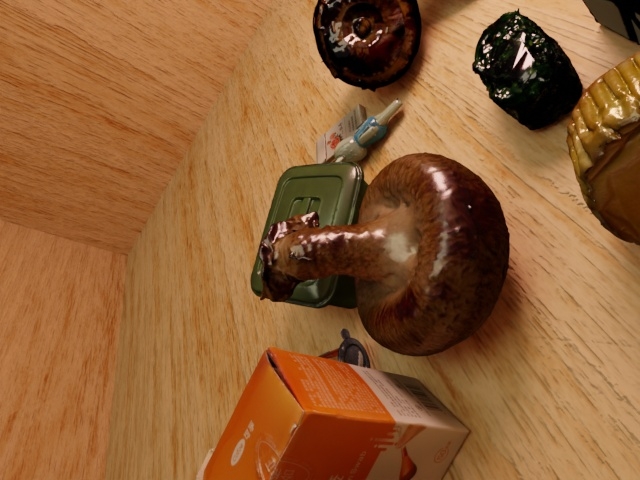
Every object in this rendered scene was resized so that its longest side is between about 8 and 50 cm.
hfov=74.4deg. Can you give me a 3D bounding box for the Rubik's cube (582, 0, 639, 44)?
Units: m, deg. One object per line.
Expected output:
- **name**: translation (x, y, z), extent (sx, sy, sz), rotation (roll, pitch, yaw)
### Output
- **Rubik's cube**: translation (0.475, -0.403, 0.486), extent (0.283, 0.289, 0.293), rotation (-48, 41, 26)

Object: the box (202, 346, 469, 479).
- **box**: translation (0.028, 0.317, 0.641), extent (0.224, 0.341, 0.143), rotation (-63, 33, 7)

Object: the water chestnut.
- **water chestnut**: translation (0.123, -0.543, 1.093), extent (0.300, 0.300, 0.299), rotation (-31, 48, 42)

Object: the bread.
- **bread**: translation (0.418, -0.111, 0.456), extent (0.253, 0.227, 0.142), rotation (-35, 25, 46)

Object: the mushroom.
- **mushroom**: translation (0.116, -0.001, 0.713), extent (0.330, 0.357, 0.334), rotation (-66, 14, -20)

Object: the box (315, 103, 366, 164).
- **box**: translation (0.057, -0.300, 1.236), extent (0.198, 0.029, 0.109), rotation (-33, 47, 40)

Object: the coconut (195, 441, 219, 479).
- **coconut**: translation (-0.195, 0.552, 0.965), extent (0.194, 0.195, 0.194), rotation (-31, 48, 42)

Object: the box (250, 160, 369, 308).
- **box**: translation (0.000, 0.000, 0.984), extent (0.253, 0.178, 0.328), rotation (6, 73, 38)

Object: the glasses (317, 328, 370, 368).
- **glasses**: translation (-0.037, 0.315, 0.871), extent (0.268, 0.118, 0.234), rotation (-28, 18, 41)

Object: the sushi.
- **sushi**: translation (0.353, -0.305, 0.739), extent (0.124, 0.127, 0.224), rotation (-38, 42, 37)

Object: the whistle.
- **whistle**: translation (0.122, -0.271, 1.093), extent (0.236, 0.077, 0.114), rotation (-41, 10, 26)
